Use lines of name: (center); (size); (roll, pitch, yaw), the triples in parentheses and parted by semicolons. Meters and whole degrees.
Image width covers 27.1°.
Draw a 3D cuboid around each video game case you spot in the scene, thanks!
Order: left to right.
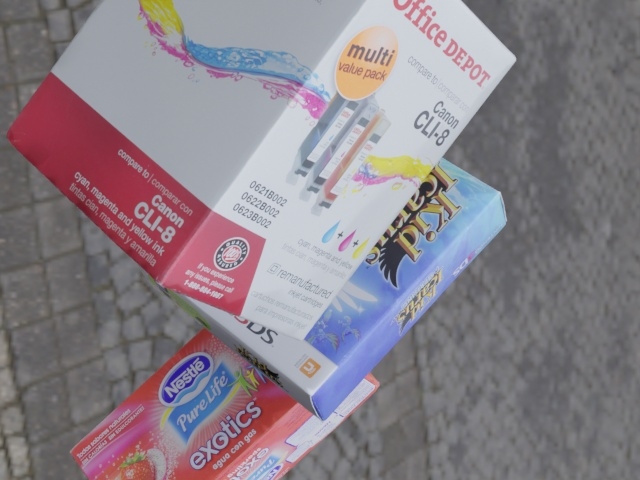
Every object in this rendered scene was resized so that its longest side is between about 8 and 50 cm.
video game case: (0.000, 0.000, 1.283); (0.269, 0.244, 0.061); (-46, 150, -15)

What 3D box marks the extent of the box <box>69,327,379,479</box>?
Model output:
box: (-0.101, 0.196, 1.468); (0.300, 0.142, 0.154); (-43, 155, 3)

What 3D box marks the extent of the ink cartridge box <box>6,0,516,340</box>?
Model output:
ink cartridge box: (-0.025, -0.068, 0.618); (0.176, 0.127, 0.128); (-54, 147, 5)
